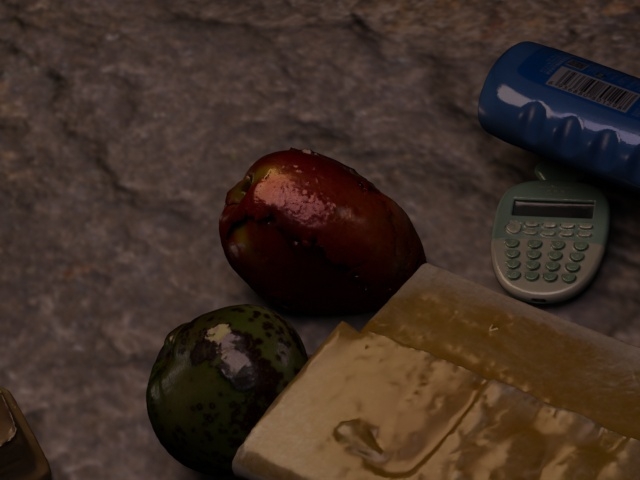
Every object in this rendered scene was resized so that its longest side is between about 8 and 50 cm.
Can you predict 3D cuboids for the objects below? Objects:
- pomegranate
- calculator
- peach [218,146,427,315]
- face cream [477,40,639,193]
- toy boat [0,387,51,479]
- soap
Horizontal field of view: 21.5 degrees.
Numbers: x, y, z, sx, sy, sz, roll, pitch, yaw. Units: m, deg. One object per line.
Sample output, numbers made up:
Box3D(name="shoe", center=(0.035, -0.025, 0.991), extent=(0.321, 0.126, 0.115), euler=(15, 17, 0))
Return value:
Box3D(name="pomegranate", center=(-0.051, 0.104, 1.253), extent=(0.163, 0.138, 0.126), euler=(-21, 73, -35))
Box3D(name="calculator", center=(0.188, -0.008, 1.374), extent=(0.095, 0.021, 0.153), euler=(3, 46, 15))
Box3D(name="peach", center=(-0.003, 0.005, 1.360), extent=(0.172, 0.127, 0.092), euler=(28, 46, 4))
Box3D(name="face cream", center=(0.266, -0.085, 1.374), extent=(0.264, 0.083, 0.149), euler=(24, 28, 25))
Box3D(name="toy boat", center=(-0.313, 0.174, 1.288), extent=(0.188, 0.061, 0.116), euler=(-27, 47, -12))
Box3D(name="soap", center=(0.123, 0.156, 1.159), extent=(0.281, 0.143, 0.259), euler=(19, 51, 34))
